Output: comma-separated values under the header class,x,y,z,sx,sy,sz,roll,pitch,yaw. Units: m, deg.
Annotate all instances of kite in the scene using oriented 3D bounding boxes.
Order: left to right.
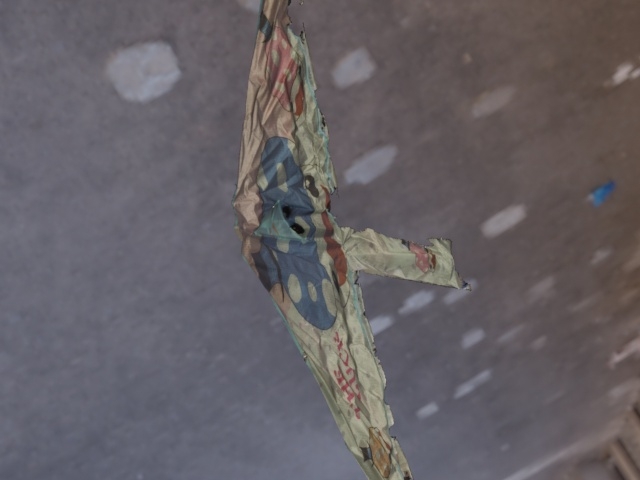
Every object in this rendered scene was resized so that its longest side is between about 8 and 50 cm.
class,x,y,z,sx,sy,sz,roll,pitch,yaw
kite,-0.001,0.000,0.845,0.014,0.406,0.368,-16,-171,-20
